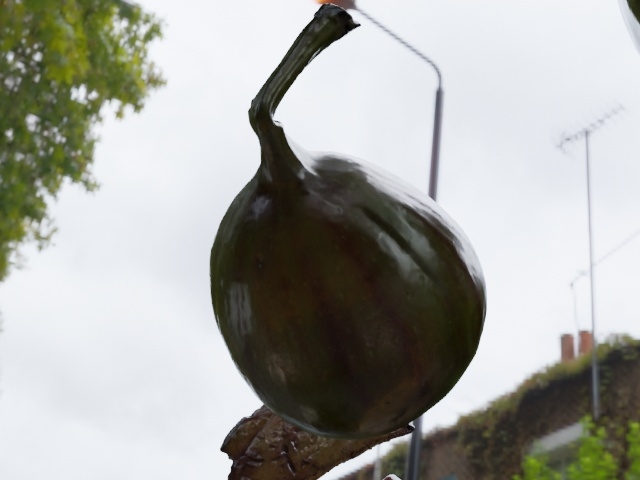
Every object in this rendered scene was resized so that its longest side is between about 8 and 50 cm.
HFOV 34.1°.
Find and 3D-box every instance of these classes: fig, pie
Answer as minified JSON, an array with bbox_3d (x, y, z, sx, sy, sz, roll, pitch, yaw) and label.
[{"bbox_3d":[0.007,0.011,0.528,0.147,0.142,0.186,-32,-48,0],"label":"fig"},{"bbox_3d":[-0.017,0.165,0.864,0.169,0.092,0.034,-32,-22,-7],"label":"pie"}]

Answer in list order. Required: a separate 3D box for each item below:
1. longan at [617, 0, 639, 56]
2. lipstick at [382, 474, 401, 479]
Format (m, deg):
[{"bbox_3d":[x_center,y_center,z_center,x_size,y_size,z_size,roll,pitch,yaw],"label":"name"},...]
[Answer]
[{"bbox_3d":[0.318,-0.184,0.587,0.318,0.319,0.319,6,-36,4],"label":"longan"},{"bbox_3d":[0.177,0.377,1.217,0.299,0.081,0.081,36,-23,31],"label":"lipstick"}]
